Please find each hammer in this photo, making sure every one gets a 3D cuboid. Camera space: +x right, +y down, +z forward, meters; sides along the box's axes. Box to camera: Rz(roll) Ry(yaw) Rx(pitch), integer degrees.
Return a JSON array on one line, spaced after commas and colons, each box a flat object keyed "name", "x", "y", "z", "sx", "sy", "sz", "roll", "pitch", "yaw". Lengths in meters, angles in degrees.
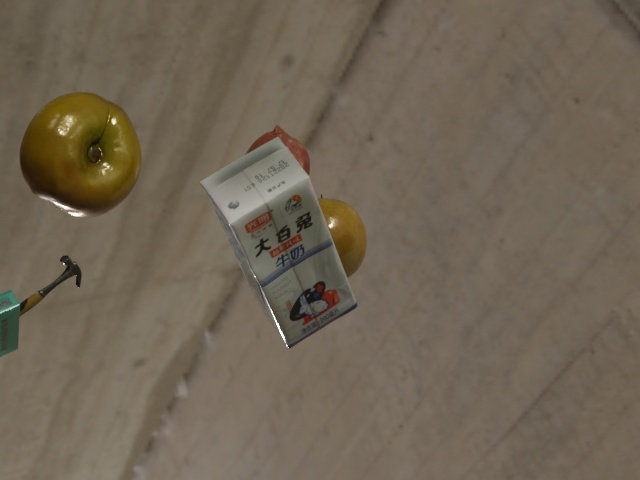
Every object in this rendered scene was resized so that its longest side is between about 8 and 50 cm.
[{"name": "hammer", "x": -0.562, "y": 0.114, "z": 2.457, "sx": 0.021, "sy": 0.201, "sz": 0.078, "roll": 48, "pitch": -5, "yaw": 46}]

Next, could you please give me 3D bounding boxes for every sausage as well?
[{"name": "sausage", "x": -0.093, "y": -0.099, "z": 2.415, "sx": 0.148, "sy": 0.148, "sz": 0.254, "roll": -17, "pitch": -115, "yaw": 57}]

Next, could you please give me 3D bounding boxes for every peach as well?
[{"name": "peach", "x": -0.467, "y": -0.170, "z": 2.414, "sx": 0.153, "sy": 0.251, "sz": 0.251, "roll": -5, "pitch": -85, "yaw": 44}]

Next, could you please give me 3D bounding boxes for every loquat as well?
[{"name": "loquat", "x": 0.000, "y": 0.000, "z": 1.990, "sx": 0.163, "sy": 0.137, "sz": 0.163, "roll": -8, "pitch": -102, "yaw": 40}]

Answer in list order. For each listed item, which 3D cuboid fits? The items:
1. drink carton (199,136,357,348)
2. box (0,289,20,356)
[{"name": "drink carton", "x": -0.052, "y": 0.009, "z": 1.735, "sx": 0.106, "sy": 0.131, "sz": 0.315, "roll": 51, "pitch": -12, "yaw": 38}, {"name": "box", "x": -0.607, "y": 0.177, "z": 2.026, "sx": 0.042, "sy": 0.226, "sz": 0.161, "roll": 53, "pitch": -30, "yaw": 21}]
